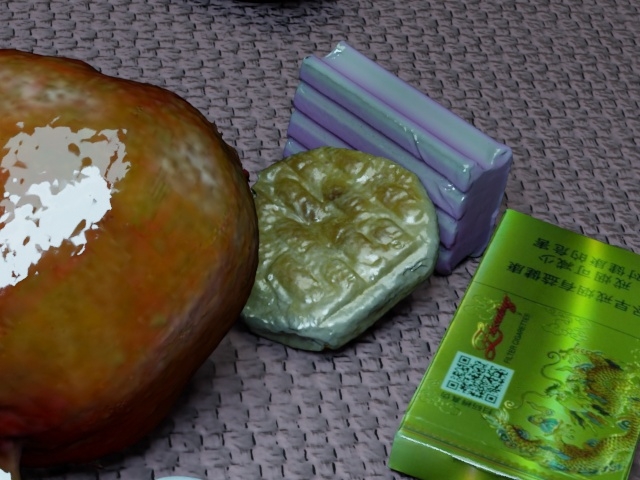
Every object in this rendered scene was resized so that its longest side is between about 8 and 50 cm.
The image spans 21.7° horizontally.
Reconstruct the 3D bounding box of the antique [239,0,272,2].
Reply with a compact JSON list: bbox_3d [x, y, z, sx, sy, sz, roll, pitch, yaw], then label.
[{"bbox_3d":[-0.078,-0.343,1.745,0.223,0.129,0.278,-26,51,-36],"label":"antique"}]

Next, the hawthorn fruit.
[{"bbox_3d":[-0.202,0.015,1.196,0.295,0.295,0.311,35,69,27],"label":"hawthorn fruit"}]

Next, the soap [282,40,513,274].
[{"bbox_3d":[0.064,-0.073,1.460,0.203,0.122,0.065,36,45,27],"label":"soap"}]

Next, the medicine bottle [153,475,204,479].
[{"bbox_3d":[-0.116,0.266,1.037,0.095,0.095,0.260,15,41,5],"label":"medicine bottle"}]

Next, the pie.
[{"bbox_3d":[0.000,0.000,1.377,0.195,0.046,0.195,-4,53,5],"label":"pie"}]

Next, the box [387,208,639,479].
[{"bbox_3d":[0.183,0.099,1.341,0.173,0.043,0.311,19,40,10],"label":"box"}]
